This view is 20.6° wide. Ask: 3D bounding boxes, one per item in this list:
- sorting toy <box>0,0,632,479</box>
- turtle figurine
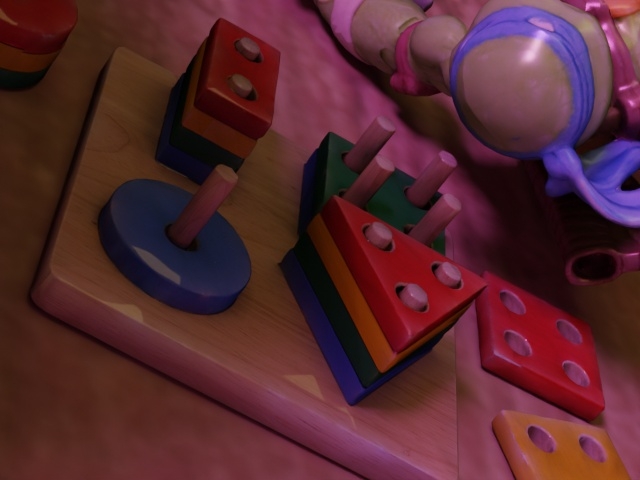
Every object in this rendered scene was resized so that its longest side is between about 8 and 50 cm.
[{"bbox_3d":[0.000,0.000,0.532,0.274,0.046,0.132,29,31,-15],"label":"sorting toy"},{"bbox_3d":[0.095,-0.132,0.664,0.275,0.198,0.266,46,24,16],"label":"turtle figurine"}]
